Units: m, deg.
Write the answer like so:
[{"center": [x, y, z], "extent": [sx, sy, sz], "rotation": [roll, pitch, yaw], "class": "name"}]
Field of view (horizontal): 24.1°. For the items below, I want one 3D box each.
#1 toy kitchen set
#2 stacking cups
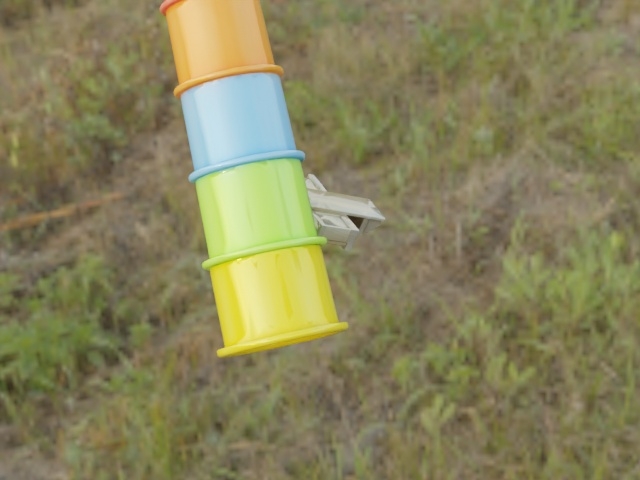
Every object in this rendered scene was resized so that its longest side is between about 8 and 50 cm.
[{"center": [0.000, 0.000, 1.140], "extent": [0.068, 0.075, 0.083], "rotation": [8, 28, -32], "class": "toy kitchen set"}, {"center": [-0.064, -0.078, 1.061], "extent": [0.096, 0.316, 0.096], "rotation": [-14, -7, -2], "class": "stacking cups"}]
